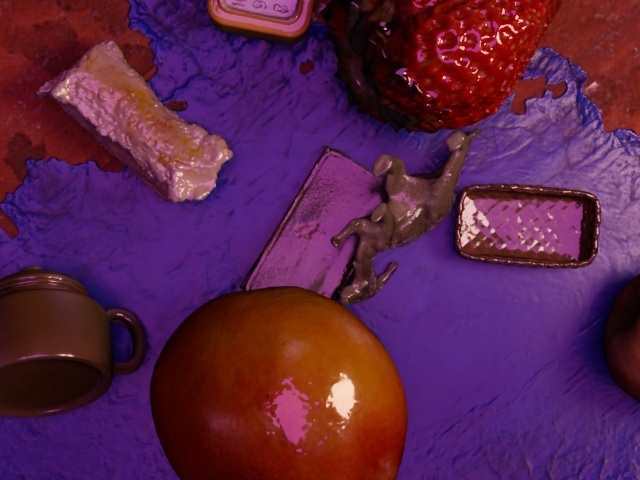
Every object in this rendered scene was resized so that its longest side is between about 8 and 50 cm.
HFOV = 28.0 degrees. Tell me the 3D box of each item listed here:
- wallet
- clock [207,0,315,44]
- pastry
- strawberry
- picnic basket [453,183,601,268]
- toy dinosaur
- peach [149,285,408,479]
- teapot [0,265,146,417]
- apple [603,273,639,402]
[{"bbox_3d":[0.000,0.000,1.720,0.122,0.031,0.232,31,88,3],"label":"wallet"},{"bbox_3d":[-0.067,-0.369,1.687,0.143,0.096,0.202,10,91,-4],"label":"clock"},{"bbox_3d":[-0.235,-0.153,1.687,0.258,0.089,0.121,39,86,-2],"label":"pastry"},{"bbox_3d":[0.165,-0.264,1.619,0.288,0.238,0.250,-33,69,-11],"label":"strawberry"},{"bbox_3d":[0.273,-0.019,1.710,0.193,0.055,0.110,5,89,0],"label":"picnic basket"},{"bbox_3d":[0.109,-0.043,1.668,0.294,0.162,0.077,-43,62,3],"label":"toy dinosaur"},{"bbox_3d":[-0.044,0.209,1.573,0.332,0.308,0.308,28,90,33],"label":"peach"},{"bbox_3d":[-0.352,0.114,1.654,0.267,0.185,0.175,7,57,-30],"label":"teapot"},{"bbox_3d":[0.463,0.130,1.650,0.173,0.188,0.188,31,90,-11],"label":"apple"}]
